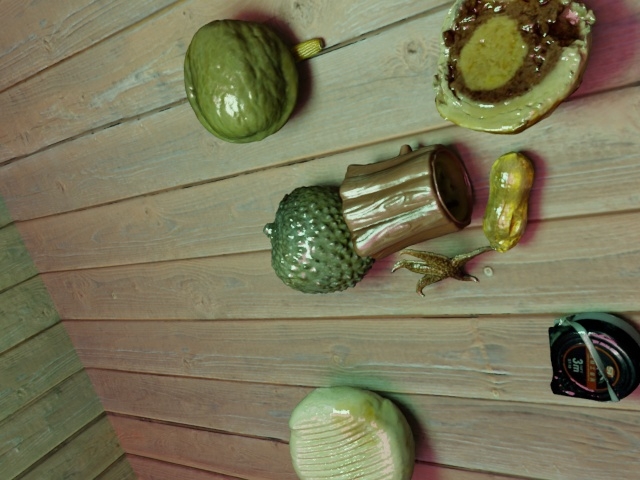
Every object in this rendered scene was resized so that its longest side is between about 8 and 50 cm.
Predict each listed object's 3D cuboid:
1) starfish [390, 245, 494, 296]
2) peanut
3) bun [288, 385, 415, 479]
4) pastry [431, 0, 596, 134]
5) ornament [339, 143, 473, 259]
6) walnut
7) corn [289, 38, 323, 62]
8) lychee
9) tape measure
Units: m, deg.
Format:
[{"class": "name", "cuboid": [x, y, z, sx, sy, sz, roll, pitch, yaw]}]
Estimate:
[{"class": "starfish", "cuboid": [0.266, 0.054, 1.300, 0.237, 0.057, 0.213, -18, 147, 29]}, {"class": "peanut", "cuboid": [0.371, -0.075, 1.206, 0.087, 0.087, 0.207, 16, 120, 29]}, {"class": "bun", "cuboid": [0.091, 0.556, 1.662, 0.364, 0.219, 0.366, 6, 106, 20]}, {"class": "pastry", "cuboid": [0.333, -0.296, 1.053, 0.255, 0.170, 0.237, 13, 97, 31]}, {"class": "ornament", "cuboid": [0.187, -0.078, 1.271, 0.217, 0.236, 0.221, -17, 137, 37]}, {"class": "walnut", "cuboid": [-0.175, -0.357, 1.361, 0.282, 0.227, 0.283, 1, 99, 8]}, {"class": "corn", "cuboid": [-0.033, -0.422, 1.348, 0.092, 0.037, 0.037, -8, 109, 36]}, {"class": "lychee", "cuboid": [0.000, 0.000, 1.428, 0.274, 0.255, 0.256, 5, 121, -1]}, {"class": "tape measure", "cuboid": [0.555, 0.234, 1.223, 0.180, 0.107, 0.182, 8, 118, 36]}]
